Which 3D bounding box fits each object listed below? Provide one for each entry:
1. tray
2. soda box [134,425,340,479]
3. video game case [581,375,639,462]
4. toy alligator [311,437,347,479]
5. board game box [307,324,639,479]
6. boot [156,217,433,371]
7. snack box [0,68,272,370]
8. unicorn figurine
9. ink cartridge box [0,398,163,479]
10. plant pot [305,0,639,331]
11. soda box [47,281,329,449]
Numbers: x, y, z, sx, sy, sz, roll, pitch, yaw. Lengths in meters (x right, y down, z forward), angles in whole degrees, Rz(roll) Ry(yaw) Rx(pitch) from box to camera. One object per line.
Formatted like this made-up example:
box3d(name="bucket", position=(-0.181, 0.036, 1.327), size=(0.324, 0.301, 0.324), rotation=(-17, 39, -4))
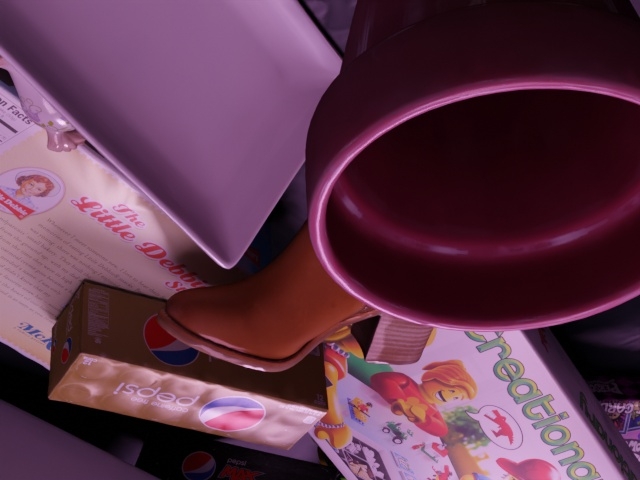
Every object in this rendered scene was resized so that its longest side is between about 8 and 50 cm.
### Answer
box3d(name="tray", position=(-0.087, -0.112, 0.733), size=(0.030, 0.145, 0.270), rotation=(22, 162, 42))
box3d(name="soda box", position=(-0.070, 0.207, 1.154), size=(0.168, 0.060, 0.053), rotation=(11, 145, 11))
box3d(name="video game case", position=(0.209, 0.206, 1.163), size=(0.232, 0.042, 0.210), rotation=(3, 121, -7))
box3d(name="toy alligator", position=(0.024, 0.181, 1.166), size=(0.056, 0.051, 0.189), rotation=(-24, 138, 25))
box3d(name="board game box", position=(0.106, 0.140, 1.041), size=(0.193, 0.053, 0.305), rotation=(-24, 119, 25))
box3d(name="boot", position=(0.000, 0.000, 0.871), size=(0.197, 0.073, 0.152), rotation=(1, 116, -29))
box3d(name="snack box", position=(-0.198, -0.029, 0.868), size=(0.187, 0.060, 0.322), rotation=(-25, 138, 26))
box3d(name="unicorn figurine", position=(-0.153, -0.108, 0.728), size=(0.060, 0.111, 0.162), rotation=(9, 143, 41))
box3d(name="ink cartridge box", position=(-0.280, 0.254, 1.124), size=(0.309, 0.130, 0.272), rotation=(30, 137, -17))
box3d(name="plant pot", position=(0.091, -0.080, 0.720), size=(0.201, 0.180, 0.201), rotation=(-1, 143, -1))
box3d(name="soda box", position=(-0.088, 0.087, 0.931), size=(0.181, 0.058, 0.061), rotation=(17, 137, -25))
